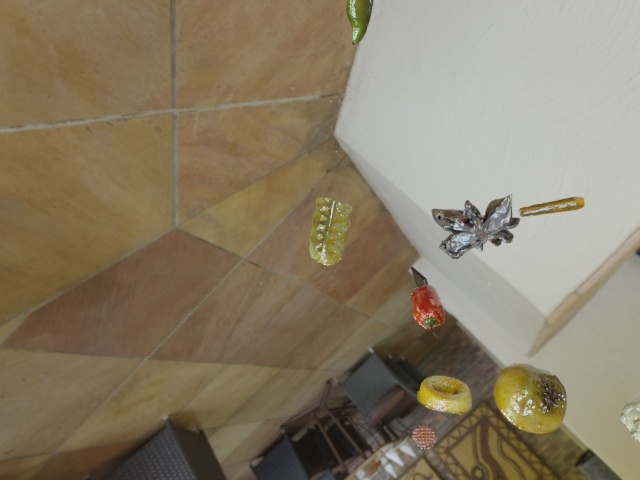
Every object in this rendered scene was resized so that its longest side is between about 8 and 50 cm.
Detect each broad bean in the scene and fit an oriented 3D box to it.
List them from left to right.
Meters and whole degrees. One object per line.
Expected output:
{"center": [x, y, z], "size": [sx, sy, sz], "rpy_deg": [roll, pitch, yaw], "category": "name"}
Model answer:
{"center": [0.121, -0.721, 1.181], "size": [0.075, 0.067, 0.324], "rpy_deg": [-27, 136, -46], "category": "broad bean"}

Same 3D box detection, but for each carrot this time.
{"center": [0.669, -0.096, 1.231], "size": [0.171, 0.042, 0.042], "rpy_deg": [-10, 164, 28], "category": "carrot"}

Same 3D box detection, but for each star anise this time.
{"center": [0.437, -0.031, 1.198], "size": [0.198, 0.258, 0.110], "rpy_deg": [50, 47, -31], "category": "star anise"}

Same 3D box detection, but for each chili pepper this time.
{"center": [0.316, 0.212, 1.229], "size": [0.084, 0.192, 0.086], "rpy_deg": [34, 117, -20], "category": "chili pepper"}

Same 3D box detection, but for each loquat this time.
{"center": [0.646, 0.475, 1.305], "size": [0.213, 0.213, 0.213], "rpy_deg": [-30, 149, -21], "category": "loquat"}

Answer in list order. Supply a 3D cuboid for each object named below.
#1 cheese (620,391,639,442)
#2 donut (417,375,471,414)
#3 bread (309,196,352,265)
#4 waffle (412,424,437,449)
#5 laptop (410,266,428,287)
{"center": [0.844, 0.393, 0.958], "size": [0.234, 0.127, 0.266], "rpy_deg": [-21, 160, -22], "category": "cheese"}
{"center": [0.417, 0.511, 1.418], "size": [0.162, 0.179, 0.065], "rpy_deg": [-55, 150, -76], "category": "donut"}
{"center": [0.036, -0.033, 1.700], "size": [0.130, 0.152, 0.267], "rpy_deg": [4, 97, -68], "category": "bread"}
{"center": [0.363, 0.684, 1.474], "size": [0.075, 0.083, 0.029], "rpy_deg": [-33, 128, -16], "category": "waffle"}
{"center": [0.456, 0.219, 1.890], "size": [0.016, 0.135, 0.197], "rpy_deg": [-25, 116, -7], "category": "laptop"}
